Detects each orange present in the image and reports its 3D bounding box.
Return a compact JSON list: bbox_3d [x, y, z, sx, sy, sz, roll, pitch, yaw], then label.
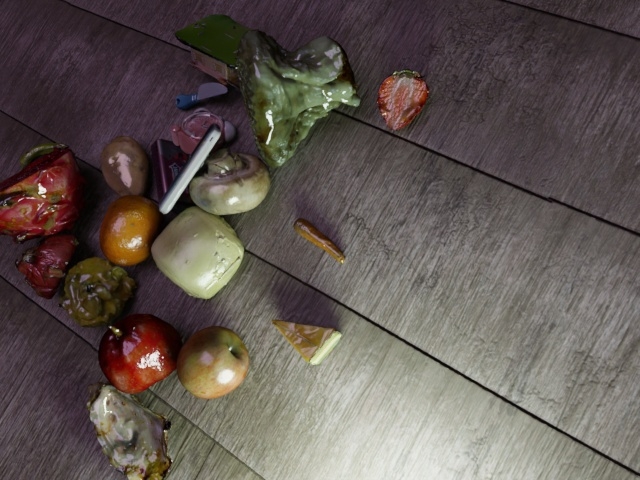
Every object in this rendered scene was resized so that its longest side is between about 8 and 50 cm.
[{"bbox_3d":[-0.573,-0.028,1.828,0.170,0.224,0.224,16,79,-4],"label":"orange"}]

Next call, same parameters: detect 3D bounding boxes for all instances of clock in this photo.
[{"bbox_3d":[-0.367,-0.338,1.899,0.166,0.093,0.162,32,58,21],"label":"clock"}]

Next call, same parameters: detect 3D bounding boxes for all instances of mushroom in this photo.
[{"bbox_3d":[-0.267,-0.177,1.758,0.255,0.184,0.255,-20,31,12],"label":"mushroom"}]

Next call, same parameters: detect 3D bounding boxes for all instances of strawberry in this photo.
[{"bbox_3d":[0.238,-0.395,1.706,0.146,0.082,0.187,12,85,29],"label":"strawberry"}]

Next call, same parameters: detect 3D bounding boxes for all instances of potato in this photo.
[{"bbox_3d":[-0.643,-0.237,1.962,0.161,0.128,0.235,-10,76,22],"label":"potato"}]

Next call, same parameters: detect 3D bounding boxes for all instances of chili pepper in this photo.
[{"bbox_3d":[-1.013,-0.324,2.175,0.208,0.043,0.049,-23,55,12],"label":"chili pepper"}]

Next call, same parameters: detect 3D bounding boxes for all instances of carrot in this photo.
[{"bbox_3d":[0.000,0.000,1.697,0.191,0.047,0.047,37,89,20],"label":"carrot"}]

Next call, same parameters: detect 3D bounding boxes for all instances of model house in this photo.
[{"bbox_3d":[-0.302,-0.596,1.958,0.294,0.154,0.207,33,55,25],"label":"model house"}]

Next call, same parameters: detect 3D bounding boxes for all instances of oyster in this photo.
[{"bbox_3d":[-0.549,0.546,1.708,0.361,0.096,0.221,23,88,25],"label":"oyster"}]

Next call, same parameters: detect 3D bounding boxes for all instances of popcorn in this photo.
[{"bbox_3d":[-0.684,0.157,1.833,0.189,0.169,0.218,-4,79,21],"label":"popcorn"}]

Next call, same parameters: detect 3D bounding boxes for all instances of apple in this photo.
[{"bbox_3d":[-0.294,0.332,1.624,0.174,0.188,0.188,-33,65,14],"label":"apple"}]

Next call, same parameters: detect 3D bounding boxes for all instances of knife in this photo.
[{"bbox_3d":[-0.388,-0.477,1.949,0.244,0.032,0.058,-9,82,39],"label":"knife"}]

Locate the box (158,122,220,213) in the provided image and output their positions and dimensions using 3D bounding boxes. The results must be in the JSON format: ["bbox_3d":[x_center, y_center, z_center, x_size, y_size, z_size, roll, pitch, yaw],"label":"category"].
[{"bbox_3d":[-0.372,-0.207,1.712,0.044,0.142,0.285,33,98,-17],"label":"box"}]

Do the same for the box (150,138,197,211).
[{"bbox_3d":[-0.461,-0.205,1.888,0.069,0.120,0.224,-33,63,42],"label":"box"}]

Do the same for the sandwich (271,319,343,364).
[{"bbox_3d":[-0.035,0.238,1.616,0.113,0.079,0.163,-47,63,0],"label":"sandwich"}]

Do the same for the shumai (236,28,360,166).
[{"bbox_3d":[-0.061,-0.422,1.709,0.323,0.397,0.324,-16,47,-8],"label":"shumai"}]

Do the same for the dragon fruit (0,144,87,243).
[{"bbox_3d":[-0.921,-0.127,1.944,0.386,0.249,0.371,-8,28,40],"label":"dragon fruit"}]

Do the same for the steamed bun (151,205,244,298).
[{"bbox_3d":[-0.369,0.019,1.758,0.232,0.166,0.273,-48,64,3],"label":"steamed bun"}]

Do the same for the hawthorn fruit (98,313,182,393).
[{"bbox_3d":[-0.513,0.301,1.667,0.230,0.266,0.210,-17,57,0],"label":"hawthorn fruit"}]

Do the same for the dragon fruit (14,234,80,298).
[{"bbox_3d":[-0.874,0.063,1.892,0.224,0.148,0.218,-13,56,62],"label":"dragon fruit"}]
